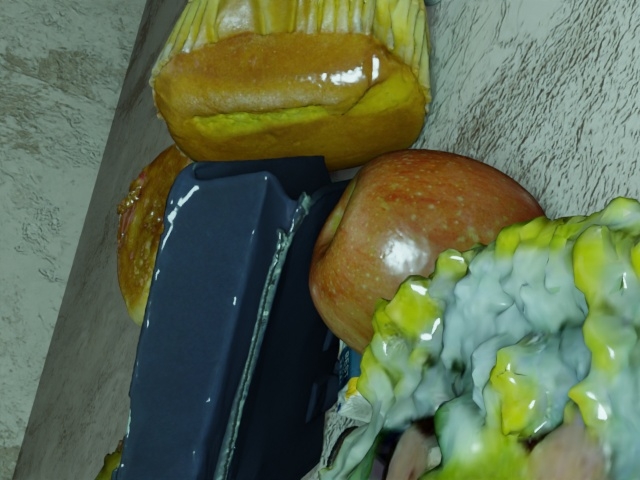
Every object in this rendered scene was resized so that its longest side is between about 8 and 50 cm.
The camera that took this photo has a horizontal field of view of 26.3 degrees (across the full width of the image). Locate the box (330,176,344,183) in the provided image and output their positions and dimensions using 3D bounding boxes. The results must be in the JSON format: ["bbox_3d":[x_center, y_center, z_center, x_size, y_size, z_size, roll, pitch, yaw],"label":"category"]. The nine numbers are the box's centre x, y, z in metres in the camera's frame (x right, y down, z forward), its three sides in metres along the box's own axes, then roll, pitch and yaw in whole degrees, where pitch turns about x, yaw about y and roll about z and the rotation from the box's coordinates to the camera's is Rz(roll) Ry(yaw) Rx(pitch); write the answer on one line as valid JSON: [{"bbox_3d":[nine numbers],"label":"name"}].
[{"bbox_3d":[0.000,0.000,1.511,0.285,0.044,0.142,-159,85,-73],"label":"box"}]

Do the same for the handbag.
[{"bbox_3d":[-0.050,0.079,1.203,0.329,0.122,0.303,-17,-58,-71],"label":"handbag"}]

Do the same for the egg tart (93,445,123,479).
[{"bbox_3d":[-0.167,0.331,1.432,0.345,0.132,0.345,-29,53,47],"label":"egg tart"}]

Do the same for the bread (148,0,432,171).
[{"bbox_3d":[-0.028,-0.166,1.402,0.204,0.288,0.156,69,-158,-44],"label":"bread"}]

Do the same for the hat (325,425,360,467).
[{"bbox_3d":[0.055,0.239,1.043,0.193,0.082,0.193,1,-90,-75],"label":"hat"}]

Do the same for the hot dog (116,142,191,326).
[{"bbox_3d":[-0.171,-0.015,1.727,0.153,0.150,0.256,28,98,59],"label":"hot dog"}]

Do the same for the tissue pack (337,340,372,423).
[{"bbox_3d":[0.048,0.119,1.203,0.042,0.062,0.083,121,161,-44],"label":"tissue pack"}]

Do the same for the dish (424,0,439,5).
[{"bbox_3d":[0.110,-0.332,1.477,0.141,0.078,0.141,-161,90,-73],"label":"dish"}]

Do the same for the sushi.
[{"bbox_3d":[0.135,0.180,0.590,0.396,0.240,0.351,-20,51,64],"label":"sushi"}]

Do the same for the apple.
[{"bbox_3d":[0.083,0.018,1.041,0.181,0.168,0.181,-157,90,-80],"label":"apple"}]

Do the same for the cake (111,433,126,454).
[{"bbox_3d":[-0.126,0.182,1.651,0.295,0.113,0.116,-57,20,-1],"label":"cake"}]
